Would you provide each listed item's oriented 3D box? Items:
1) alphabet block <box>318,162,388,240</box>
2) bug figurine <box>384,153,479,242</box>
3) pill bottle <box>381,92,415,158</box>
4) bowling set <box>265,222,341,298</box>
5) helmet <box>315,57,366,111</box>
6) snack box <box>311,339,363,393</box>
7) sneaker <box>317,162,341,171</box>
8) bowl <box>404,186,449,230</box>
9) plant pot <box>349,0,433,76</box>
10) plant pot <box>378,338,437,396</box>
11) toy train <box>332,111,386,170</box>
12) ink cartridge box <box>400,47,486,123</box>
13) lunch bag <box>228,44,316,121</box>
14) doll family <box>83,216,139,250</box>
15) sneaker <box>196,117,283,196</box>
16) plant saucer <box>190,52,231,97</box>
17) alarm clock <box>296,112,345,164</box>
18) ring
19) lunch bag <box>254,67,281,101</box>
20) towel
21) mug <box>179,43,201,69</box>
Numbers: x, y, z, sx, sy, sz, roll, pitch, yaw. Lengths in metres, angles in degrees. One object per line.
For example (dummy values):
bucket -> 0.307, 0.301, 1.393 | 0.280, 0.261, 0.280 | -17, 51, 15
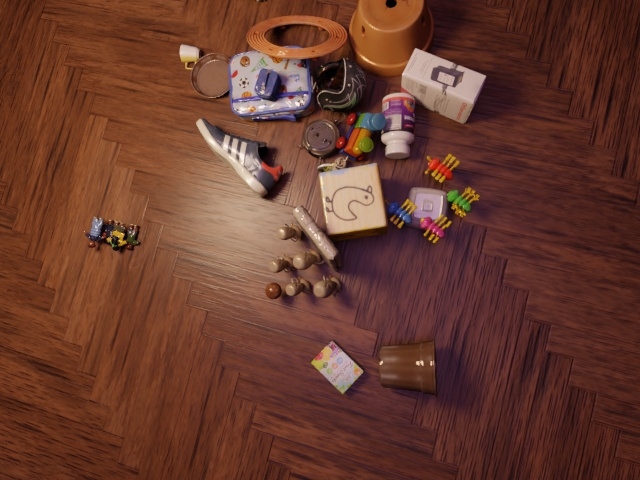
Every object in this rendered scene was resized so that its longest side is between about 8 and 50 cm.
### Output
alphabet block -> 0.108, -0.113, 1.436 | 0.192, 0.193, 0.197 | -10, 82, 9
bug figurine -> 0.347, -0.121, 1.409 | 0.216, 0.072, 0.279 | 44, 87, 4
pill bottle -> 0.254, -0.372, 1.486 | 0.108, 0.108, 0.193 | 1, 84, 8
bowling set -> -0.089, 0.100, 1.483 | 0.200, 0.154, 0.287 | -35, 81, 22
helmet -> 0.071, -0.511, 1.495 | 0.162, 0.169, 0.169 | -10, 82, 17
snack box -> 0.055, 0.406, 1.462 | 0.141, 0.037, 0.100 | 43, 92, 10
sneaker -> 0.030, -0.242, 1.542 | 0.083, 0.031, 0.035 | -8, 83, 7
bowl -> 0.345, -0.105, 1.471 | 0.142, 0.053, 0.142 | 9, 86, 10
plant pot -> 0.229, -0.719, 1.481 | 0.291, 0.203, 0.290 | -1, 83, 9
plant pot -> 0.267, 0.386, 1.378 | 0.165, 0.167, 0.167 | -3, 83, 15
toy train -> 0.120, -0.297, 1.465 | 0.105, 0.143, 0.248 | 25, 87, -22
ink cartridge box -> 0.385, -0.488, 1.447 | 0.237, 0.172, 0.100 | 26, 88, 10
lunch bag -> -0.160, -0.530, 1.563 | 0.303, 0.115, 0.243 | -4, 85, 9
doll family -> -0.744, -0.016, 1.610 | 0.193, 0.076, 0.111 | 12, 90, 14
sneaker -> -0.270, -0.313, 1.554 | 0.148, 0.131, 0.350 | -44, 85, -6
plant saucer -> -0.385, -0.593, 1.643 | 0.168, 0.029, 0.168 | -1, 83, 9
alarm clock -> 0.016, -0.364, 1.545 | 0.129, 0.064, 0.192 | 38, 87, 10
ring -> -0.077, -0.679, 1.522 | 0.337, 0.032, 0.336 | 0, 46, 0
lunch bag -> -0.171, -0.512, 1.476 | 0.067, 0.065, 0.098 | 17, 94, 7
towel -> 0.000, 0.000, 1.392 | 0.049, 0.282, 0.187 | -38, 79, -2
mug -> -0.472, -0.675, 1.657 | 0.064, 0.078, 0.062 | 4, 51, 0
